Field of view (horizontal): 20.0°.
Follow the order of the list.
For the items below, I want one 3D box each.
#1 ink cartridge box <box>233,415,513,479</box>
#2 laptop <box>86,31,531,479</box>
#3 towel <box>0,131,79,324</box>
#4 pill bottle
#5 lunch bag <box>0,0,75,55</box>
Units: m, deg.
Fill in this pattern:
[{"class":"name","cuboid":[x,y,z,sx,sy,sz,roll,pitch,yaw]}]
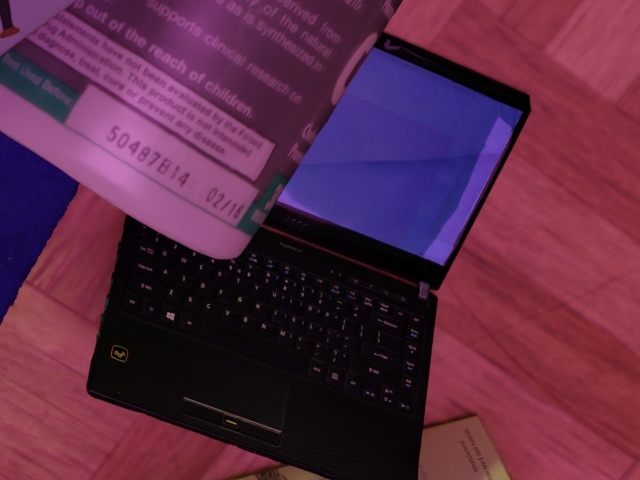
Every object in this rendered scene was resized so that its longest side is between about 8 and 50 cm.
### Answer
[{"class":"ink cartridge box","cuboid":[0.011,0.272,1.303,0.283,0.117,0.207,-15,113,-4]},{"class":"laptop","cuboid":[0.000,0.000,1.182,0.234,0.264,0.136,21,143,-16]},{"class":"towel","cuboid":[-0.318,-0.029,1.100,0.308,0.076,0.228,27,97,-37]},{"class":"pill bottle","cuboid":[-0.040,-0.188,1.044,0.204,0.204,0.361,32,92,-19]},{"class":"lunch bag","cuboid":[-0.224,-0.306,0.914,0.328,0.385,0.239,-32,150,5]}]
